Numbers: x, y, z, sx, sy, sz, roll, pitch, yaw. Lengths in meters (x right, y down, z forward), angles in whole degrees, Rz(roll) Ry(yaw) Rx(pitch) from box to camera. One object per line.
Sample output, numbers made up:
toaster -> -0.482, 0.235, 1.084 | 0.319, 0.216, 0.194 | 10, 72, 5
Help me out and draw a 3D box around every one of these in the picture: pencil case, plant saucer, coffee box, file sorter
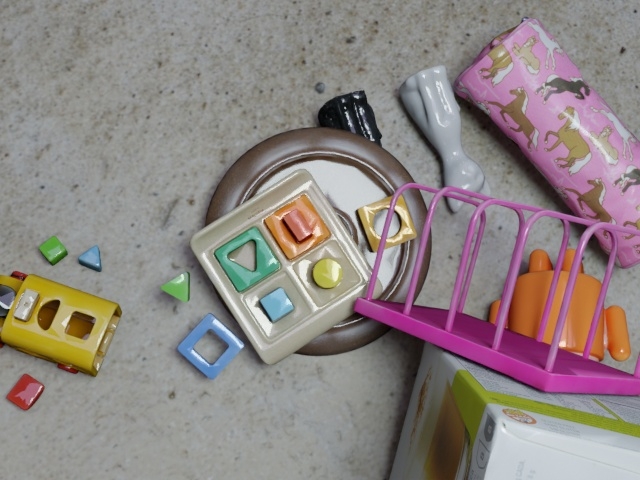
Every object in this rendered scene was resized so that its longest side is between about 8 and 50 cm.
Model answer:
pencil case -> 0.370, -0.136, 1.135 | 0.167, 0.160, 0.386 | -37, 83, -35
plant saucer -> 0.000, 0.000, 1.047 | 0.311, 0.050, 0.310 | 0, 88, -5
coffee box -> 0.258, 0.330, 0.842 | 0.338, 0.334, 0.337 | 14, 95, -5
file sorter -> 0.226, 0.046, 0.931 | 0.202, 0.291, 0.182 | 11, 95, -41

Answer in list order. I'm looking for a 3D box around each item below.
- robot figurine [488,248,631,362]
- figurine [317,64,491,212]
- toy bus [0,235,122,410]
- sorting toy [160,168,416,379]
robot figurine -> 0.320, 0.123, 1.067 | 0.158, 0.128, 0.219 | 11, 72, -13
figurine -> 0.130, -0.124, 1.137 | 0.215, 0.092, 0.209 | -20, 87, -15
toy bus -> -0.347, 0.091, 0.969 | 0.202, 0.104, 0.191 | -25, 79, -16
sorting toy -> -0.040, 0.032, 0.994 | 0.348, 0.047, 0.196 | -33, 91, -5
